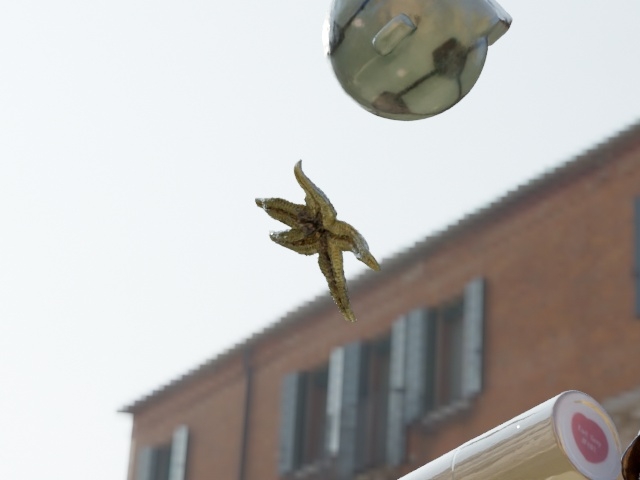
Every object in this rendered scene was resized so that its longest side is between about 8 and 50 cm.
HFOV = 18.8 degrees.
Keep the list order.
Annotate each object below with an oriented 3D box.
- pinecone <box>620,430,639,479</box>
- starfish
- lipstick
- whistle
[{"bbox_3d":[0.365,0.190,1.494,0.244,0.244,0.309,25,-23,-37],"label":"pinecone"},{"bbox_3d":[0.002,-0.001,2.111,0.050,0.217,0.223,-26,29,-24],"label":"starfish"},{"bbox_3d":[0.121,0.235,1.723,0.087,0.087,0.327,22,-41,-34],"label":"lipstick"},{"bbox_3d":[0.084,-0.186,1.773,0.163,0.164,0.289,-1,4,10],"label":"whistle"}]
